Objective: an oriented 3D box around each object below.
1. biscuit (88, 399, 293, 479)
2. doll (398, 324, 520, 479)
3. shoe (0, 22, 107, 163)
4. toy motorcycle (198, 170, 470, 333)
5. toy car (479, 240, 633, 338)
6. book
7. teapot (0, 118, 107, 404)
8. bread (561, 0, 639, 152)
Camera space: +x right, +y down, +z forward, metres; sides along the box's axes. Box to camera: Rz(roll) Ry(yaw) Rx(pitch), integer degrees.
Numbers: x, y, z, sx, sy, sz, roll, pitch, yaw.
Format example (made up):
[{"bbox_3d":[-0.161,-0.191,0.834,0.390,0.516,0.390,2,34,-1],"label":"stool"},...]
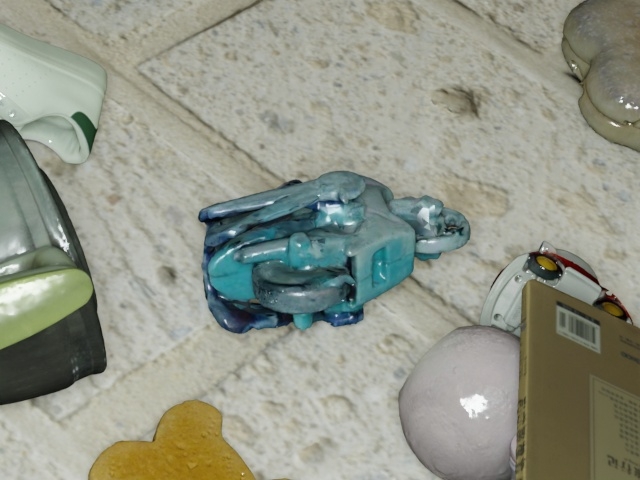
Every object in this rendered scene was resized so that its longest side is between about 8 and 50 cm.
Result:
[{"bbox_3d":[-0.085,0.240,1.419,0.158,0.035,0.240,-26,55,-31],"label":"biscuit"},{"bbox_3d":[0.200,0.200,1.464,0.287,0.151,0.151,41,50,18],"label":"doll"},{"bbox_3d":[-0.330,-0.152,1.670,0.265,0.095,0.110,12,65,-33],"label":"shoe"},{"bbox_3d":[0.000,0.000,1.619,0.206,0.154,0.260,19,31,41],"label":"toy motorcycle"},{"bbox_3d":[0.234,0.059,1.641,0.139,0.112,0.112,26,28,0],"label":"toy car"},{"bbox_3d":[0.256,0.181,1.378,0.217,0.021,0.310,25,40,-13],"label":"book"},{"bbox_3d":[-0.306,0.065,1.405,0.239,0.239,0.321,-24,40,-16],"label":"teapot"},{"bbox_3d":[0.403,-0.151,1.891,0.337,0.102,0.183,35,52,19],"label":"bread"}]
